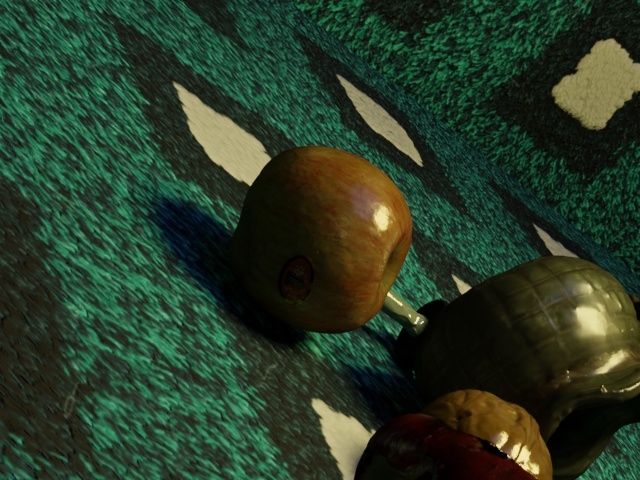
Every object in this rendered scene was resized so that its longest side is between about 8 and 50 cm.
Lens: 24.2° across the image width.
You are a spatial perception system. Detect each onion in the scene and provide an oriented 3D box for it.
[{"bbox_3d":[0.122,0.291,1.337,0.272,0.195,0.272,35,-26,20],"label":"onion"}]

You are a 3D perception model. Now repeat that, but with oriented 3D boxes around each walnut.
[{"bbox_3d":[0.163,0.243,1.570,0.167,0.167,0.207,44,17,-7],"label":"walnut"}]

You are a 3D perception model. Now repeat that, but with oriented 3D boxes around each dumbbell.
[{"bbox_3d":[0.086,0.077,1.901,0.191,0.100,0.100,40,16,-21],"label":"dumbbell"}]

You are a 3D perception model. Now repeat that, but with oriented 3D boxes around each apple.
[{"bbox_3d":[0.000,0.000,1.689,0.187,0.211,0.211,21,12,11],"label":"apple"}]

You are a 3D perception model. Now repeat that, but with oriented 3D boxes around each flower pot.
[{"bbox_3d":[0.270,0.163,1.795,0.302,0.302,0.213,19,39,-58],"label":"flower pot"}]
